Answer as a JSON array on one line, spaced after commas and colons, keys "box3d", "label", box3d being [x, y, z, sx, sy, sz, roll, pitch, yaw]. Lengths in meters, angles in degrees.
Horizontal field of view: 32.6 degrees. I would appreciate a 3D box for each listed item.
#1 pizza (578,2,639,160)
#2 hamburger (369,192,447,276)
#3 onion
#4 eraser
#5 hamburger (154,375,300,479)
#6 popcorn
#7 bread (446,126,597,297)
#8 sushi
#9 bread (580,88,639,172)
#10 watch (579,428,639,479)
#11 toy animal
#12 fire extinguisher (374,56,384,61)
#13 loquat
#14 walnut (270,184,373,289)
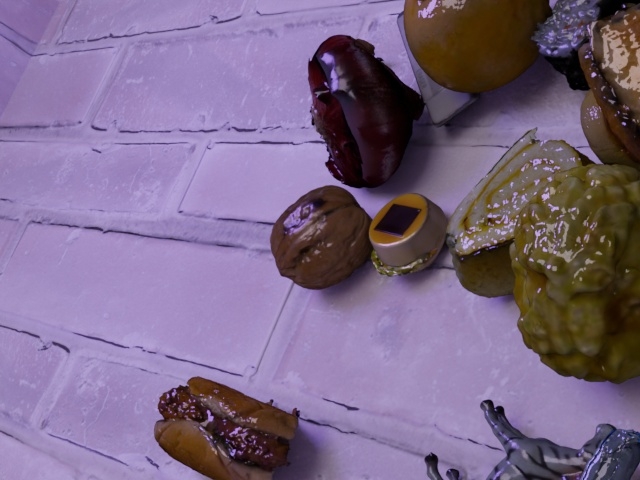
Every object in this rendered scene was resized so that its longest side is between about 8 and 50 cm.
[{"box3d": [0.504, -0.181, 1.317, 0.392, 0.080, 0.434, 6, 73, 17], "label": "pizza"}, {"box3d": [0.138, -0.005, 1.723, 0.127, 0.081, 0.141, -5, 48, 42], "label": "hamburger"}, {"box3d": [0.084, -0.226, 1.838, 0.195, 0.272, 0.272, -19, 39, -13], "label": "onion"}, {"box3d": [0.202, -0.321, 1.897, 0.089, 0.061, 0.351, -36, 43, 23], "label": "eraser"}, {"box3d": [-0.155, 0.304, 1.745, 0.282, 0.245, 0.155, 83, -151, -81], "label": "hamburger"}, {"box3d": [0.350, 0.039, 1.346, 0.270, 0.258, 0.224, -47, 10, 6], "label": "popcorn"}, {"box3d": [0.292, -0.033, 1.554, 0.257, 0.124, 0.186, -40, 35, 21], "label": "bread"}, {"box3d": [0.420, -0.334, 1.600, 0.225, 0.126, 0.136, -54, 30, -12], "label": "sushi"}, {"box3d": [0.421, -0.168, 1.515, 0.086, 0.125, 0.156, -30, 47, 54], "label": "bread"}, {"box3d": [0.397, 0.353, 1.188, 0.275, 0.068, 0.276, 13, 72, 35], "label": "watch"}, {"box3d": [0.248, 0.279, 1.401, 0.255, 0.090, 0.170, -39, 47, 24], "label": "toy animal"}, {"box3d": [0.058, -0.298, 2.047, 0.157, 0.045, 0.078, -41, 19, 20], "label": "fire extinguisher"}, {"box3d": [0.240, -0.346, 1.705, 0.244, 0.244, 0.243, -26, 47, 32], "label": "loquat"}, {"box3d": [0.000, 0.000, 1.813, 0.184, 0.155, 0.155, -39, 41, 12], "label": "walnut"}]
